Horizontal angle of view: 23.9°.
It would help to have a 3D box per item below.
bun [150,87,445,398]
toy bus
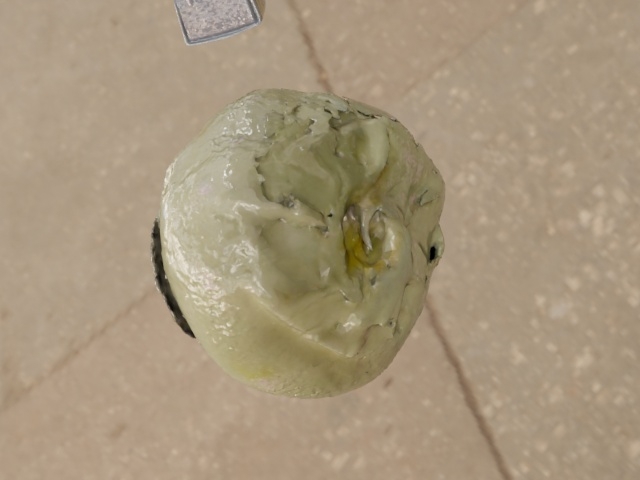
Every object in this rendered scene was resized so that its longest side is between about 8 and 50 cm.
[{"bbox_3d":[0.000,0.000,1.109,0.141,0.239,0.239,1,60,48],"label":"bun"},{"bbox_3d":[-0.158,-0.399,1.735,0.109,0.330,0.136,-14,23,14],"label":"toy bus"}]
